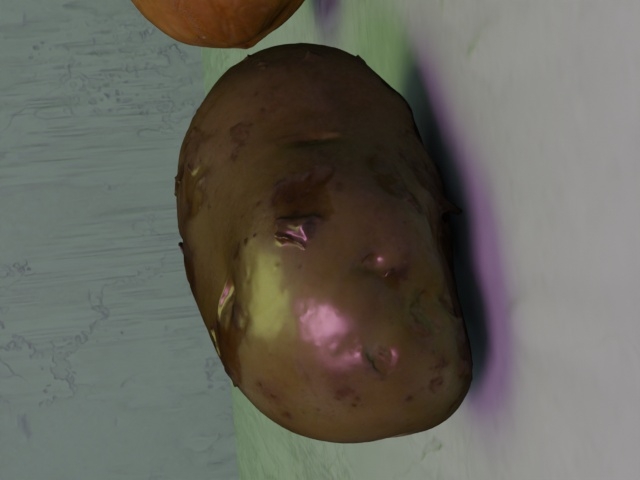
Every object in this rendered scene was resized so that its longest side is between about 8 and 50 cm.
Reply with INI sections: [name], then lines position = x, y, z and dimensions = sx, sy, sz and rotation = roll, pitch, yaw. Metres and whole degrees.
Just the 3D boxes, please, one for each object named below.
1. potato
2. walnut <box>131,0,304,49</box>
[potato]
position = 0.000, 0.000, 0.694
dimensions = 0.262, 0.165, 0.165
rotation = -112, 18, -44
[walnut]
position = -0.086, -0.265, 0.994
dimensions = 0.195, 0.195, 0.222
rotation = -136, 34, -76
